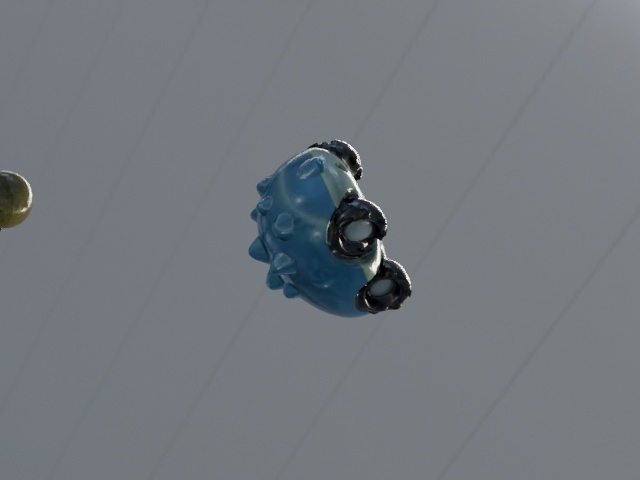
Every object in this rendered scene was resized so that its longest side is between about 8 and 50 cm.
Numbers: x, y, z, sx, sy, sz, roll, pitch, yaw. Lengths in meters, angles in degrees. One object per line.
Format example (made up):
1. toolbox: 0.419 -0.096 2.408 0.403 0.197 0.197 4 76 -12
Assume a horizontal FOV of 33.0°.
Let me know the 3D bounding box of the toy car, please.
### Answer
1. toy car: 0.000 0.000 1.472 0.190 0.255 0.189 -24 -135 2

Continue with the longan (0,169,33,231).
1. longan: -0.367 -0.040 1.241 0.075 0.075 0.083 13 -85 42
